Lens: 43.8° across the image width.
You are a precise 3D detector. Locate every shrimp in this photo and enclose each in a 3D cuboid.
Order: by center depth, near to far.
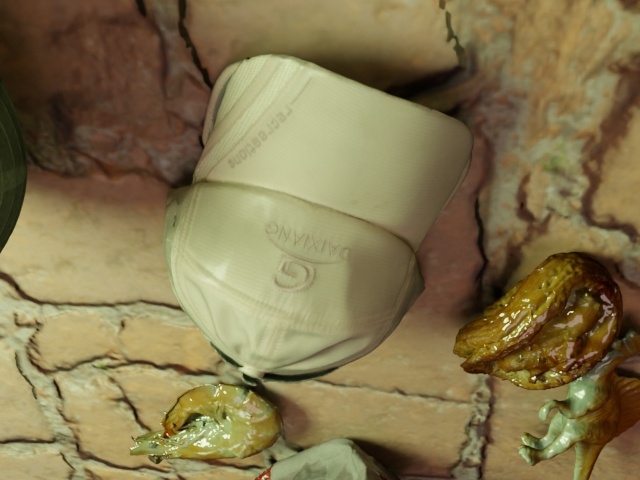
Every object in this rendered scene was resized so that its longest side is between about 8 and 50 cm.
[{"bbox_3d":[-0.122,0.189,0.799,0.180,0.041,0.099,-18,126,24],"label":"shrimp"}]

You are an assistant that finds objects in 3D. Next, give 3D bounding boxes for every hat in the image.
[{"bbox_3d":[0.000,0.000,0.547,0.220,0.164,0.226,18,153,-10],"label":"hat"}]

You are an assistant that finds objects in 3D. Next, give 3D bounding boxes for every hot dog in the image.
[{"bbox_3d":[0.170,0.072,0.634,0.099,0.065,0.147,25,129,-24],"label":"hot dog"}]

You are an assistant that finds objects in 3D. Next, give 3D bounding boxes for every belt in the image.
[{"bbox_3d":[-0.002,0.285,0.811,0.201,0.128,0.124,-29,123,31],"label":"belt"}]

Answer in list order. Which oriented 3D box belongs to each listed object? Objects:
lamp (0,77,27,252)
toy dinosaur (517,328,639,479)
[{"bbox_3d":[-0.309,-0.058,0.468,0.233,0.265,0.233,3,96,26],"label":"lamp"},{"bbox_3d":[0.249,0.158,0.722,0.142,0.057,0.212,-34,134,10],"label":"toy dinosaur"}]
